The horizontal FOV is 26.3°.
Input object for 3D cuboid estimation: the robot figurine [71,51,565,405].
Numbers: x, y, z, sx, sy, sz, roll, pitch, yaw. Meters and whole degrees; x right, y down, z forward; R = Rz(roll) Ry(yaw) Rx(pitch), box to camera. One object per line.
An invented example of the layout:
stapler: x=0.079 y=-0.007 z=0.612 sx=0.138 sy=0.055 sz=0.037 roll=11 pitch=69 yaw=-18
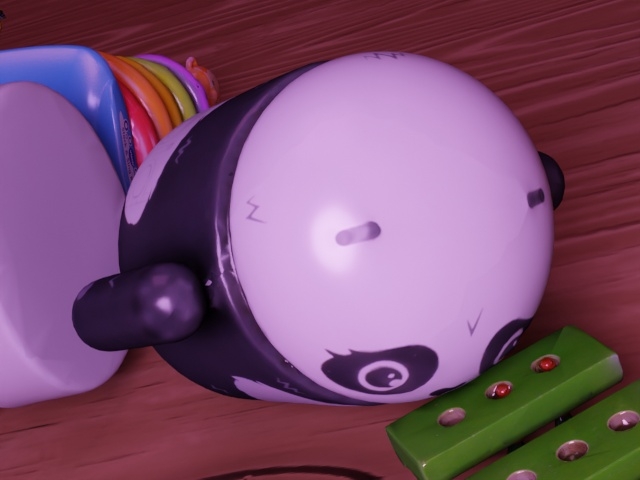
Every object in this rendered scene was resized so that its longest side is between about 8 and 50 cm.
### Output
robot figurine: x=-0.001 y=0.003 z=0.707 sx=0.209 sy=0.173 sz=0.278 roll=-60 pitch=21 yaw=-19

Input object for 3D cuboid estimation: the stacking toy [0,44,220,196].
stacking toy: x=-0.154 y=-0.091 z=1.116 sx=0.165 sy=0.175 sz=0.302 roll=-1 pitch=16 yaw=24

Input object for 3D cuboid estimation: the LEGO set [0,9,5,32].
LEGO set: x=-0.346 y=-0.085 z=1.100 sx=0.255 sy=0.192 sz=0.331 roll=-51 pitch=9 yaw=6

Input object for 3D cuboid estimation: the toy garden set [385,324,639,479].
toy garden set: x=0.169 y=0.097 z=0.571 sx=0.204 sy=0.049 sz=0.244 roll=-27 pitch=25 yaw=-11

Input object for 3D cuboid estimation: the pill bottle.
pill bottle: x=-0.330 y=0.033 z=0.866 sx=0.392 sy=0.224 sz=0.224 roll=-11 pitch=26 yaw=19
